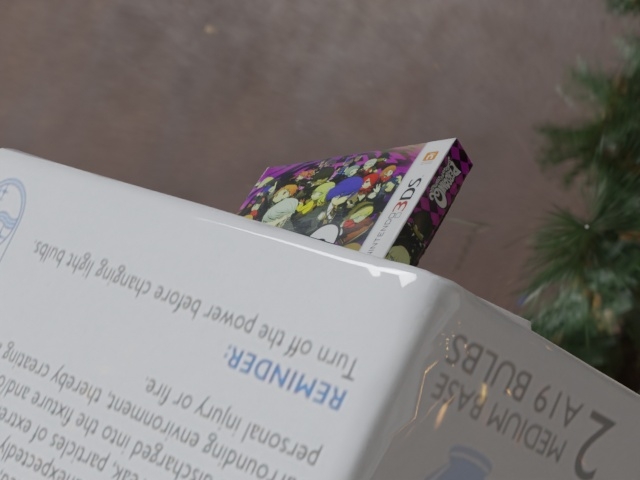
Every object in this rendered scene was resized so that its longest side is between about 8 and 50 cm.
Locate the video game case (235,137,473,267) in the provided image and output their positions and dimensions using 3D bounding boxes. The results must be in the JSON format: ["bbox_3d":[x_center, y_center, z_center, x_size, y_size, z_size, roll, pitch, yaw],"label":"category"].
[{"bbox_3d":[0.000,0.000,1.679,0.232,0.210,0.042,-6,128,40],"label":"video game case"}]

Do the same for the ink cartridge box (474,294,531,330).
[{"bbox_3d":[0.118,0.104,1.491,0.060,0.104,0.180,-37,42,37],"label":"ink cartridge box"}]

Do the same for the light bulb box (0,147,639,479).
[{"bbox_3d":[0.002,0.214,0.621,0.225,0.358,0.361,16,80,50],"label":"light bulb box"}]
